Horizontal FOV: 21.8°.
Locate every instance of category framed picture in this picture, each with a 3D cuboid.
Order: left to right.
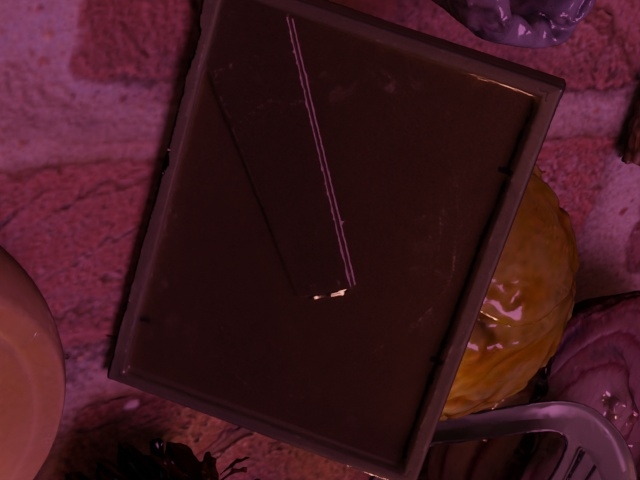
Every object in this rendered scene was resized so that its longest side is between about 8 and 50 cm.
[{"bbox_3d":[0.000,0.000,1.161,0.022,0.247,0.335,-62,170,-62],"label":"framed picture"}]

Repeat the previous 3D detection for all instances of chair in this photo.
[{"bbox_3d":[0.123,0.265,1.304,0.203,0.190,0.274,65,35,-30],"label":"chair"}]

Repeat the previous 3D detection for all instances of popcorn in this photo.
[{"bbox_3d":[0.096,0.033,1.272,0.204,0.183,0.221,-5,126,-27],"label":"popcorn"}]

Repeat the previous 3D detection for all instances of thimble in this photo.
[{"bbox_3d":[0.133,-0.217,1.150,0.127,0.118,0.151,1,120,-42],"label":"thimble"}]

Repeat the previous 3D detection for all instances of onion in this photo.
[{"bbox_3d":[0.209,0.165,1.502,0.280,0.146,0.314,-18,124,-45],"label":"onion"}]

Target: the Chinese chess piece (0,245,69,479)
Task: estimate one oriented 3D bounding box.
[{"bbox_3d":[-0.294,0.103,1.072,0.273,0.102,0.273,-21,133,-25],"label":"Chinese chess piece"}]

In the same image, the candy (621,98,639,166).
[{"bbox_3d":[0.313,-0.095,1.421,0.095,0.085,0.110,-2,112,-47],"label":"candy"}]

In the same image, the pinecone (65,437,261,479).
[{"bbox_3d":[-0.128,0.247,1.249,0.221,0.221,0.221,-21,132,-25],"label":"pinecone"}]
